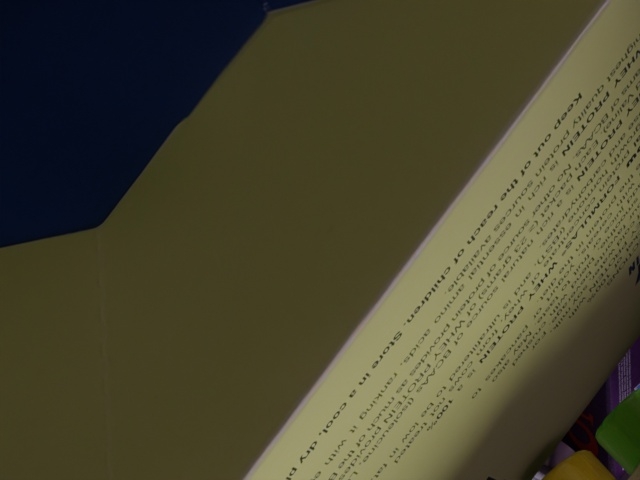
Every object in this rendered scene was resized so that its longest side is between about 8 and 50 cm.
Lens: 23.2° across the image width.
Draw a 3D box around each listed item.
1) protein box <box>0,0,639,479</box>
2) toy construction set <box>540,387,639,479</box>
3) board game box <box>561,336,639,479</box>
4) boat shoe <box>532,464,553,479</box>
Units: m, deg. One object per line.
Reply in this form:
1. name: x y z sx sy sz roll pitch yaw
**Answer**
1. protein box: 0.000 0.000 0.447 0.199 0.136 0.201 -53 155 -2
2. toy construction set: 0.210 0.037 0.552 0.328 0.151 0.215 -39 161 -48
3. board game box: 0.179 -0.075 0.669 0.208 0.056 0.346 -28 133 -21
4. boat shoe: 0.110 0.165 0.729 0.267 0.096 0.088 28 99 -48
